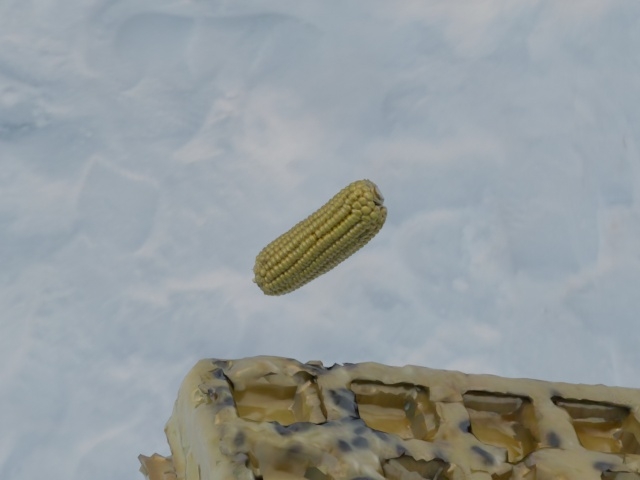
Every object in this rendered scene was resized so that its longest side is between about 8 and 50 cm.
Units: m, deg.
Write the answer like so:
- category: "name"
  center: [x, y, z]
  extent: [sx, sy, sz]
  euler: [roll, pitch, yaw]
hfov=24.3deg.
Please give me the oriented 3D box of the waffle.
- category: "waffle"
  center: [0.118, 0.175, 0.677]
  extent: [0.376, 0.261, 0.114]
  euler: [6, 122, -19]

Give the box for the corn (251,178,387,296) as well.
- category: "corn"
  center: [0.000, 0.000, 0.883]
  extent: [0.092, 0.037, 0.037]
  euler: [-34, 94, 12]
